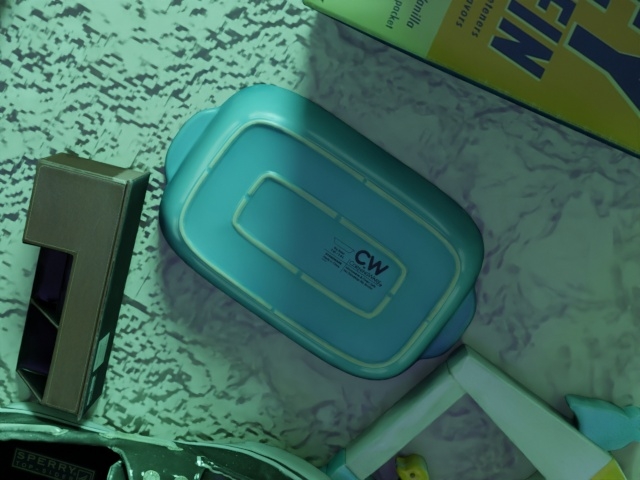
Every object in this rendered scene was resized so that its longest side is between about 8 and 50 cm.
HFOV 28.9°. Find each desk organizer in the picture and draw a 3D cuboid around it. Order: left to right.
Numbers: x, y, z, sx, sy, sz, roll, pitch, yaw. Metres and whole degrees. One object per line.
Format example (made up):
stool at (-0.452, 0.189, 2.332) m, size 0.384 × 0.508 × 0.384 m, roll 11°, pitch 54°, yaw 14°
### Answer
desk organizer at (-0.132, 0.022, 0.656) m, size 0.050 × 0.047 × 0.130 m, roll 14°, pitch 100°, yaw 2°

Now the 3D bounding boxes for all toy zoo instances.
toy zoo at (0.069, 0.193, 0.687) m, size 0.293 × 0.030 × 0.192 m, roll -41°, pitch 96°, yaw 8°

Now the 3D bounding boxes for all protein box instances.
protein box at (0.112, -0.123, 0.542) m, size 0.201 × 0.200 × 0.136 m, roll 23°, pitch 100°, yaw -3°

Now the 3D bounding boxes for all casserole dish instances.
casserole dish at (0.000, 0.000, 0.653) m, size 0.188 × 0.037 × 0.114 m, roll 35°, pitch 100°, yaw -5°

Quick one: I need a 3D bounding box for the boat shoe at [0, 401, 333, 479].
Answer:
boat shoe at (-0.092, 0.138, 0.645) m, size 0.219 × 0.070 × 0.078 m, roll 10°, pitch 92°, yaw 9°
